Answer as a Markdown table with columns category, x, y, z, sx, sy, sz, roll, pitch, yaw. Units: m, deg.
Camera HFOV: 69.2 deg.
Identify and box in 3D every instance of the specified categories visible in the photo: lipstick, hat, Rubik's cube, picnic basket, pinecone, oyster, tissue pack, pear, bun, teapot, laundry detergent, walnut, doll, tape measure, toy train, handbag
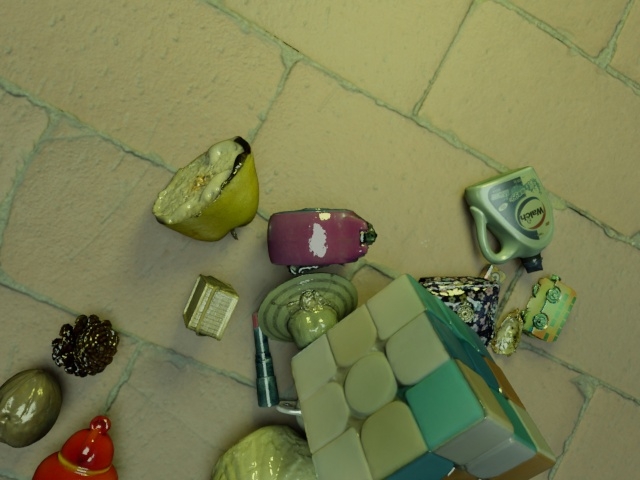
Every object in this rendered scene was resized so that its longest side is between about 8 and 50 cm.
| category | x | y | z | sx | sy | sz | roll | pitch | yaw |
| --- | --- | --- | --- | --- | --- | --- | --- | --- | --- |
| lipstick | -0.139 | 0.288 | 1.143 | 0.054 | 0.053 | 0.234 | -6 | 92 | -11 |
| hat | -0.017 | 0.199 | 1.073 | 0.252 | 0.110 | 0.252 | -10 | 131 | -11 |
| Rubik's cube | 0.192 | 0.345 | 0.959 | 0.347 | 0.346 | 0.344 | -38 | 129 | 16 |
| picnic basket | -0.253 | 0.148 | 1.061 | 0.080 | 0.164 | 0.115 | 23 | 88 | -20 |
| pinecone | -0.526 | 0.232 | 1.031 | 0.121 | 0.140 | 0.140 | -13 | 95 | 22 |
| oyster | 0.522 | 0.257 | 1.278 | 0.132 | 0.029 | 0.086 | -45 | 84 | 5 |
| tissue pack | 0.460 | 0.112 | 1.262 | 0.063 | 0.035 | 0.083 | 35 | 87 | -11 |
| pear | -0.227 | -0.094 | 1.060 | 0.267 | 0.267 | 0.178 | -47 | 131 | -6 |
| bun | -0.091 | 0.625 | 1.076 | 0.349 | 0.227 | 0.352 | 6 | 93 | -13 |
| teapot | 0.001 | 0.424 | 1.159 | 0.226 | 0.092 | 0.145 | 9 | 89 | -8 |
| laundry detergent | 0.511 | -0.038 | 1.232 | 0.215 | 0.105 | 0.280 | -20 | 97 | -10 |
| walnut | -0.640 | 0.363 | 1.008 | 0.140 | 0.140 | 0.162 | 19 | 103 | -11 |
| doll | -0.547 | 0.556 | 1.018 | 0.183 | 0.160 | 0.363 | 22 | 87 | -4 |
| tape measure | 0.000 | 0.000 | 1.073 | 0.245 | 0.231 | 0.149 | -2 | 92 | -7 |
| toy train | 0.626 | 0.188 | 1.278 | 0.099 | 0.072 | 0.188 | 29 | 87 | -10 |
| handbag | 0.347 | 0.197 | 1.197 | 0.229 | 0.127 | 0.207 | -2 | 98 | -3 |
